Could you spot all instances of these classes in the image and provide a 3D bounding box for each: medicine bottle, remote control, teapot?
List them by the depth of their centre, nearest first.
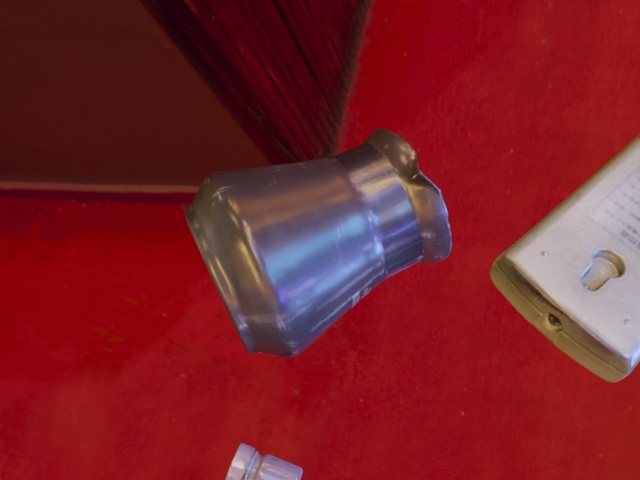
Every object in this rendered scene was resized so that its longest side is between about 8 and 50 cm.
[{"bbox_3d":[0.217,-0.010,0.438,0.234,0.038,0.098,-35,67,-29],"label":"remote control"},{"bbox_3d":[0.000,0.000,1.063,0.362,0.376,0.305,-23,81,-9],"label":"teapot"},{"bbox_3d":[-0.136,0.569,1.598,0.168,0.105,0.105,22,78,3],"label":"medicine bottle"}]
